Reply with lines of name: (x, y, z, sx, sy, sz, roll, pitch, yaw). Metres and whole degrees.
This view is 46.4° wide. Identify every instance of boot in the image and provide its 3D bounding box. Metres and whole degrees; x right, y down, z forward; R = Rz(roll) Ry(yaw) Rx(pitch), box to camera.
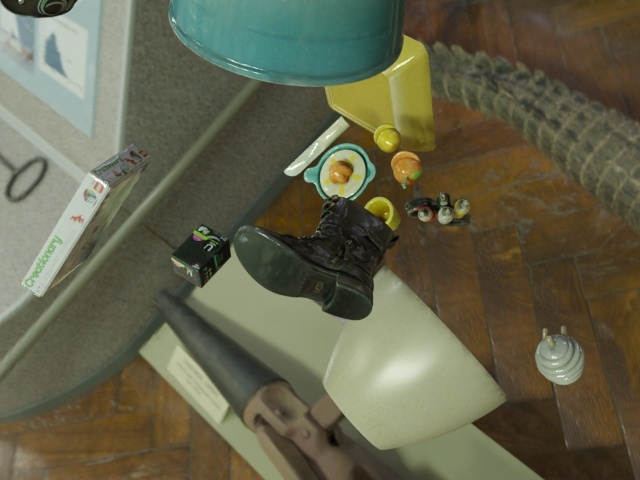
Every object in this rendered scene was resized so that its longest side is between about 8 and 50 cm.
boot: (0.000, 0.000, 1.220, 0.091, 0.263, 0.229, -52, 13, 39)

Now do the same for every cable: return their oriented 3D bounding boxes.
cable: (0.274, -0.048, 1.694, 0.139, 0.287, 0.072, -11, 75, 12)

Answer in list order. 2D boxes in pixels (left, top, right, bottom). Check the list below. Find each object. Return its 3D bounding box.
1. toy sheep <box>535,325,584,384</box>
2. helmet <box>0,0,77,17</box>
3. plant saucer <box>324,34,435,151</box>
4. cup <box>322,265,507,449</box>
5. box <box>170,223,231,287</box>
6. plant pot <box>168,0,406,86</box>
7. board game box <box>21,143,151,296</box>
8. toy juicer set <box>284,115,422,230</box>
toy sheep: (0.414, 0.201, 1.296, 0.091, 0.132, 0.091, -26, 39, 23)
helmet: (-0.418, -0.428, 1.094, 0.169, 0.161, 0.169, 14, 45, -14)
plant saucer: (0.109, -0.366, 1.739, 0.081, 0.333, 0.332, -42, 58, -17)
cup: (0.144, 0.245, 1.389, 0.237, 0.331, 0.331, -42, 53, 0)
box: (-0.200, 0.026, 1.255, 0.062, 0.052, 0.083, 28, 57, 20)
plant pot: (-0.017, -0.343, 0.782, 0.271, 0.255, 0.272, 7, 42, -6)
board game box: (-0.466, -0.042, 1.495, 0.305, 0.053, 0.193, -51, 5, 25)
toy juicer set: (0.069, -0.173, 1.597, 0.329, 0.089, 0.209, 34, 96, 33)
